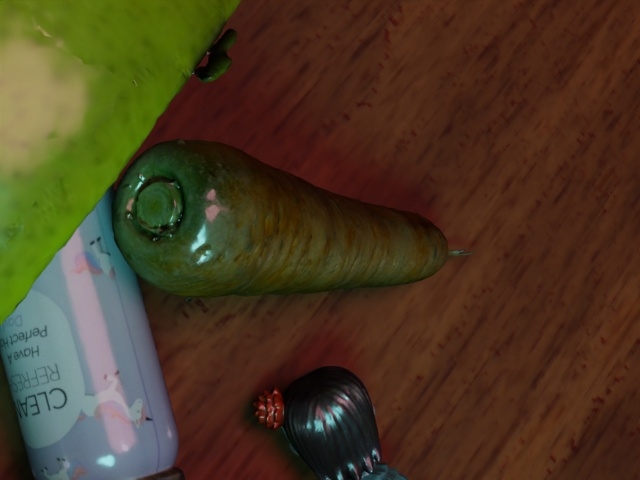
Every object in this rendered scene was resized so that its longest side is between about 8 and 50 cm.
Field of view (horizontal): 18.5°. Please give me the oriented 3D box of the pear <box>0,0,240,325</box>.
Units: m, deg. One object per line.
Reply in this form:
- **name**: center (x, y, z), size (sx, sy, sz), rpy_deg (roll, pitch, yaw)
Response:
- **pear**: center (-0.220, -0.095, 0.790), size (0.318, 0.238, 0.342), rpy_deg (37, 72, -6)

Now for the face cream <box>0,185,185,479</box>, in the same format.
- **face cream**: center (-0.119, 0.043, 0.946), size (0.075, 0.075, 0.229), rpy_deg (-13, 86, -37)

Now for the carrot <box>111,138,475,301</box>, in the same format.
- **carrot**: center (0.000, 0.000, 1.019), size (0.298, 0.078, 0.078), rpy_deg (9, 72, -57)

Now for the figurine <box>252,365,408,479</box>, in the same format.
- **figurine**: center (0.010, 0.117, 1.040), size (0.060, 0.047, 0.106), rpy_deg (-25, 103, -1)
